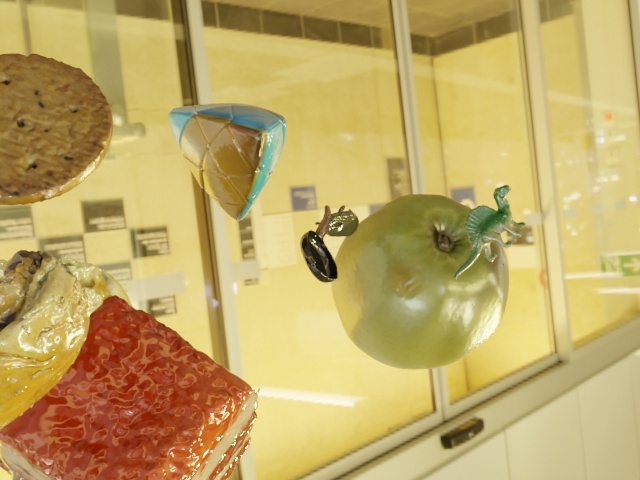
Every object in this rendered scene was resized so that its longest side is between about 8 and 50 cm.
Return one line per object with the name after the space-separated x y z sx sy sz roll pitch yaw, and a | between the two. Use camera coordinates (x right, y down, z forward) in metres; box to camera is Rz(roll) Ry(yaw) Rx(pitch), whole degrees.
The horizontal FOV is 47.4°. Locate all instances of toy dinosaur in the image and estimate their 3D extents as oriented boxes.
0.190 -0.007 0.848 0.120 0.060 0.029 -47 179 8 | toy dinosaur

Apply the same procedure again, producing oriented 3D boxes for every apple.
0.254 0.102 1.844 0.473 0.474 0.473 -7 -178 0 | apple

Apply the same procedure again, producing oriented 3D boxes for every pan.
-0.003 0.001 1.518 0.040 0.115 0.212 -23 -144 23 | pan

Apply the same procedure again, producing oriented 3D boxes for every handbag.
0.040 -0.040 1.634 0.111 0.072 0.047 -9 -146 -43 | handbag

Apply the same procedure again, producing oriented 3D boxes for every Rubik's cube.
-0.139 -0.164 1.445 0.254 0.255 0.254 -7 -178 0 | Rubik's cube

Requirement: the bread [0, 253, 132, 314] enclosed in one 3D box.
-0.553 0.184 1.321 0.423 0.329 0.245 -6 -171 -27 | bread

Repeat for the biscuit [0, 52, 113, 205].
-0.310 -0.116 0.753 0.187 0.188 0.027 -7 153 -15 | biscuit

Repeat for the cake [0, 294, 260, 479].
-0.266 0.275 1.018 0.270 0.269 0.320 -52 168 -32 | cake

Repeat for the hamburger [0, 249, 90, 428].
-0.234 0.094 0.512 0.176 0.087 0.102 -38 -163 31 | hamburger
